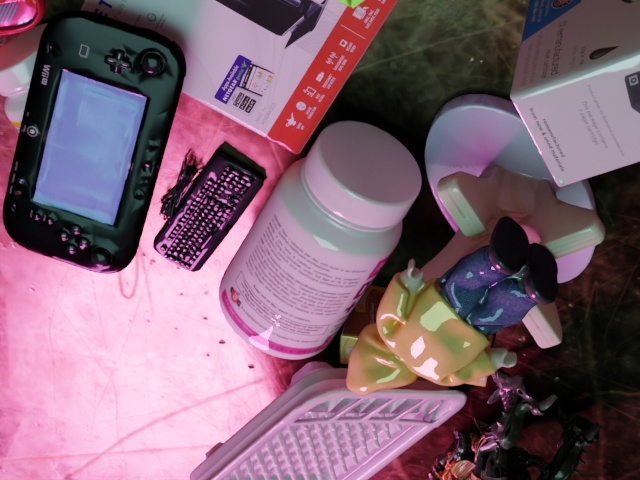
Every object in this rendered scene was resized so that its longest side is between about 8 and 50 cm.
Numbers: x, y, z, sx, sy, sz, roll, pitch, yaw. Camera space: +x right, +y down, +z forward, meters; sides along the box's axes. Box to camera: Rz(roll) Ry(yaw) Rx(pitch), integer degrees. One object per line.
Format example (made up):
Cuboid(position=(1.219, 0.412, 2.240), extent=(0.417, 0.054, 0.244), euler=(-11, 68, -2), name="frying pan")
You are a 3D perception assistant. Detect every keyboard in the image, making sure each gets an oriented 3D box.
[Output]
Cuboid(position=(-0.157, -0.032, 2.144), extent=(0.100, 0.038, 0.192), euler=(30, 127, -9), name="keyboard")

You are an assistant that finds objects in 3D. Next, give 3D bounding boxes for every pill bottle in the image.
Cuboid(position=(-0.302, -0.148, 2.039), extent=(0.119, 0.119, 0.208), euler=(-18, 120, 26), name="pill bottle")
Cuboid(position=(0.000, 0.000, 2.043), extent=(0.160, 0.160, 0.283), euler=(27, 131, -7), name="pill bottle")

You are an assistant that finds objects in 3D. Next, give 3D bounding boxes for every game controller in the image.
Cuboid(position=(-0.262, -0.110, 1.954), extent=(0.166, 0.067, 0.319), euler=(14, 120, -8), name="game controller")

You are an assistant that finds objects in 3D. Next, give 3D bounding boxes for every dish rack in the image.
Cuboid(position=(-0.002, 0.253, 2.235), extent=(0.285, 0.072, 0.333), euler=(5, 142, -43), name="dish rack")

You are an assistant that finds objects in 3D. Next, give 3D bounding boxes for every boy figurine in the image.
Cuboid(position=(0.142, 0.097, 1.930), extent=(0.177, 0.092, 0.285), euler=(37, 129, -17), name="boy figurine")

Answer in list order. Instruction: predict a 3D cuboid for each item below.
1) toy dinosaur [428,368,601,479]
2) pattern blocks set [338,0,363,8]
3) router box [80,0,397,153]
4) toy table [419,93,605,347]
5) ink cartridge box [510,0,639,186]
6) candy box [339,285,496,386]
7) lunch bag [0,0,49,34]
Cuboid(position=(0.250, 0.299, 2.166), extent=(0.164, 0.218, 0.322), euler=(36, 173, -40), name="toy dinosaur")
Cuboid(position=(0.075, -0.376, 1.745), extent=(0.325, 0.026, 0.285), euler=(32, 98, -8), name="pattern blocks set")
Cuboid(position=(-0.075, -0.298, 1.888), extent=(0.301, 0.082, 0.335), euler=(28, 129, -8), name="router box")
Cuboid(position=(0.214, -0.017, 1.982), extent=(0.252, 0.161, 0.274), euler=(-33, 114, 33), name="toy table")
Cuboid(position=(0.369, -0.206, 1.754), extent=(0.307, 0.223, 0.129), euler=(-18, 120, 26), name="ink cartridge box")
Cuboid(position=(0.125, 0.117, 2.140), extent=(0.186, 0.109, 0.053), euler=(7, 128, 9), name="candy box")
Cuboid(position=(-0.447, -0.327, 1.948), extent=(0.293, 0.120, 0.258), euler=(-4, 130, 19), name="lunch bag")
